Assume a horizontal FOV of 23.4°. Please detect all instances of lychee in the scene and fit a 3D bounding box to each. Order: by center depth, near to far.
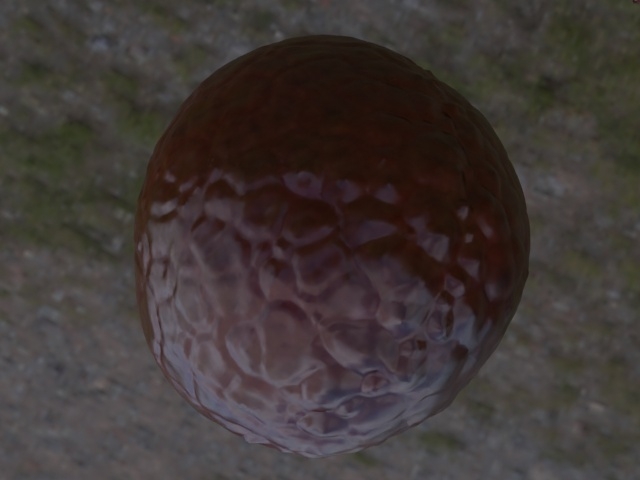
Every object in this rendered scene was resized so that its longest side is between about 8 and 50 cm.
[{"bbox_3d":[0.000,0.000,0.933,0.300,0.255,0.255,3,147,49],"label":"lychee"}]

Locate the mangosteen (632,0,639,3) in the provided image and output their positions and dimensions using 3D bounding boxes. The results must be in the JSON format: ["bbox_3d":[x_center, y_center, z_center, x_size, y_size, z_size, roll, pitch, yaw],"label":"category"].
[{"bbox_3d":[0.115,-0.180,0.591,0.180,0.166,0.166,18,154,-11],"label":"mangosteen"}]
